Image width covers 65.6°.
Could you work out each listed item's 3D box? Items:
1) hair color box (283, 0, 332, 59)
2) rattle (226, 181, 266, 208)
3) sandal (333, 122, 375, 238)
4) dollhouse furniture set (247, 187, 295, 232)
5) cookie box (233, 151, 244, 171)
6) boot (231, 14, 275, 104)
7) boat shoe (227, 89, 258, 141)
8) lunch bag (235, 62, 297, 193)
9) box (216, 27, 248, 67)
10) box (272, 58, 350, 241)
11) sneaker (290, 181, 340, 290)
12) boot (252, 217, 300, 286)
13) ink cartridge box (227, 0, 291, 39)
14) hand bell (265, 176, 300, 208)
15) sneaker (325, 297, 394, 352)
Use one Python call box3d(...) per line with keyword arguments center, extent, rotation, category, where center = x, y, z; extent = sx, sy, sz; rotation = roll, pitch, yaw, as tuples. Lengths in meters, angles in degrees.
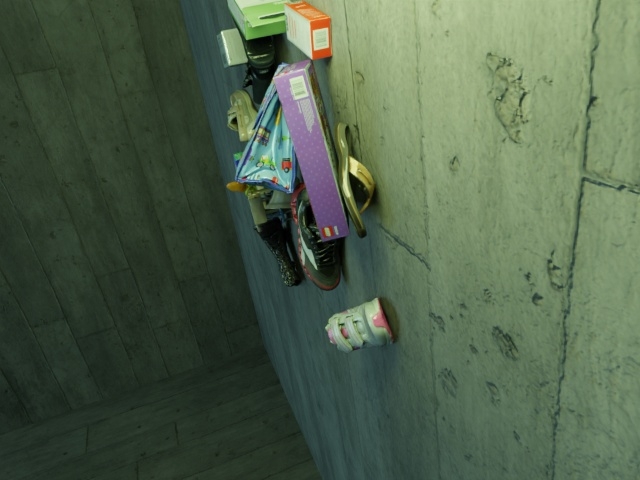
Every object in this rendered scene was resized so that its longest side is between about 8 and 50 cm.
box3d(center=(-0.025, -0.399, 0.937), extent=(0.141, 0.043, 0.072), rotation=(-124, 22, -46), category="hair color box")
box3d(center=(-0.272, -0.149, 1.967), extent=(0.130, 0.142, 0.200), rotation=(-26, 74, 57), category="rattle")
box3d(center=(0.066, -0.114, 0.891), extent=(0.090, 0.060, 0.219), rotation=(57, -155, -67), category="sandal")
box3d(center=(-0.138, -0.090, 1.476), extent=(0.184, 0.129, 0.129), rotation=(-124, 20, -73), category="dollhouse furniture set")
box3d(center=(-0.257, -0.280, 1.809), extent=(0.092, 0.107, 0.040), rotation=(90, 158, -48), category="cookie box")
box3d(center=(-0.169, -0.496, 1.264), extent=(0.207, 0.094, 0.246), rotation=(119, 138, -75), category="boot")
box3d(center=(-0.281, -0.437, 1.742), extent=(0.109, 0.098, 0.302), rotation=(88, 160, -44), category="boat shoe")
box3d(center=(-0.101, -0.267, 1.163), extent=(0.221, 0.138, 0.293), rotation=(-137, 59, -81), category="lunch bag")
box3d(center=(-0.256, -0.585, 1.506), extent=(0.101, 0.087, 0.102), rotation=(-142, 39, -66), category="box")
box3d(center=(-0.008, -0.171, 0.911), extent=(0.201, 0.057, 0.293), rotation=(-84, -21, -66), category="box")
box3d(center=(-0.001, 0.000, 1.177), extent=(0.135, 0.097, 0.276), rotation=(-143, 40, -70), category="sneaker")
box3d(center=(-0.135, 0.050, 1.730), extent=(0.263, 0.091, 0.229), rotation=(45, -157, -73), category="boot")
box3d(center=(-0.125, -0.494, 1.075), extent=(0.062, 0.109, 0.209), rotation=(91, 157, -50), category="ink cartridge box")
box3d(center=(-0.094, -0.208, 1.343), extent=(0.126, 0.126, 0.242), rotation=(-169, 75, -74), category="hand bell")
box3d(center=(0.078, 0.196, 1.076), extent=(0.252, 0.111, 0.103), rotation=(120, 132, -70), category="sneaker")
